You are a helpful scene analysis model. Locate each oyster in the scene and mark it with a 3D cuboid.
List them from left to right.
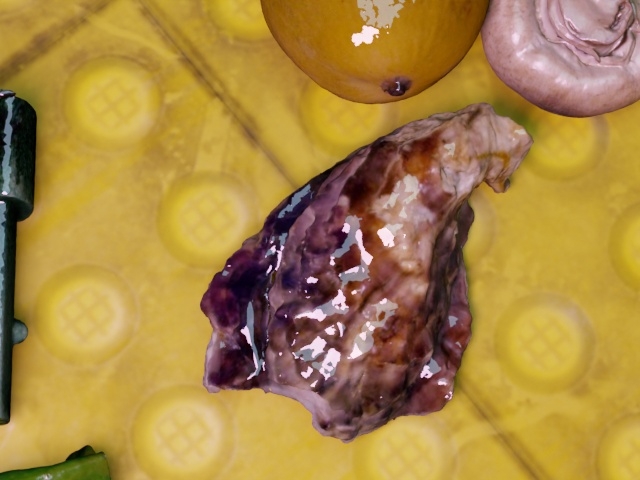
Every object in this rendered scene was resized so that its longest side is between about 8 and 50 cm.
[{"bbox_3d":[0.044,0.027,1.412,0.275,0.100,0.271,-3,97,-17],"label":"oyster"}]

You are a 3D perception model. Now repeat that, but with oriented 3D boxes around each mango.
[{"bbox_3d":[0.046,-0.265,1.451,0.195,0.142,0.332,-2,70,8],"label":"mango"}]

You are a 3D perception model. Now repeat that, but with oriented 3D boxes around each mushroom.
[{"bbox_3d":[0.216,-0.185,1.459,0.166,0.127,0.166,2,79,-8],"label":"mushroom"}]

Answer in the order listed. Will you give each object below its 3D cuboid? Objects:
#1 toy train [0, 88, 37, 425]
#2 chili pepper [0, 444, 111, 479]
[{"bbox_3d":[-0.316,0.017,1.383,0.178,0.138,0.330,1,79,-8],"label":"toy train"},{"bbox_3d":[-0.281,0.222,1.358,0.253,0.099,0.083,-19,79,-8],"label":"chili pepper"}]
